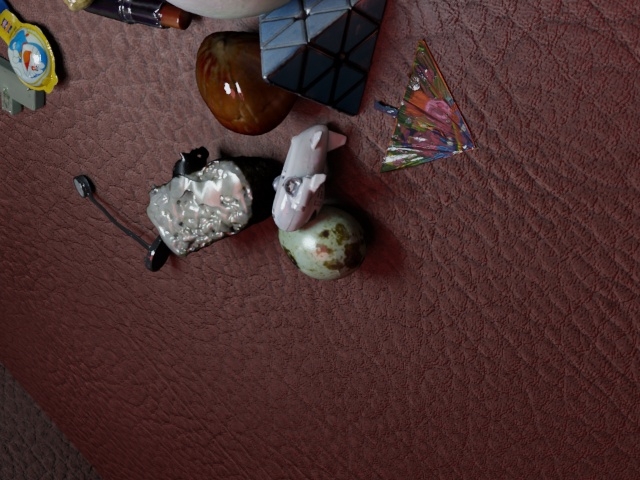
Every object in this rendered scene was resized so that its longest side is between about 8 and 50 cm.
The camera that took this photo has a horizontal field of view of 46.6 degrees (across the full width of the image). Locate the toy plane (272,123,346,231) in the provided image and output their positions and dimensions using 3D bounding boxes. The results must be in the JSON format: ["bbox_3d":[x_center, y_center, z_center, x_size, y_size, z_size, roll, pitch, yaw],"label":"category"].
[{"bbox_3d":[-0.031,-0.133,1.604,0.118,0.244,0.244,17,136,-14],"label":"toy plane"}]

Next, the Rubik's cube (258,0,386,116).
[{"bbox_3d":[-0.006,-0.380,1.443,0.229,0.229,0.233,176,98,-78],"label":"Rubik's cube"}]

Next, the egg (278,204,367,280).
[{"bbox_3d":[0.000,0.000,1.698,0.231,0.169,0.169,24,133,35],"label":"egg"}]

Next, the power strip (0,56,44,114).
[{"bbox_3d":[-0.866,-0.420,2.069,0.216,0.061,0.145,30,132,15],"label":"power strip"}]

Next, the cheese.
[{"bbox_3d":[-0.774,-0.505,1.936,0.177,0.069,0.270,-38,87,38],"label":"cheese"}]

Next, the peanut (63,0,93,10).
[{"bbox_3d":[-0.520,-0.621,1.621,0.120,0.110,0.236,29,114,53],"label":"peanut"}]

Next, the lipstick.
[{"bbox_3d":[-0.415,-0.523,1.667,0.300,0.081,0.081,20,130,23],"label":"lipstick"}]

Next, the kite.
[{"bbox_3d":[0.211,-0.235,1.487,0.234,0.016,0.321,28,133,16],"label":"kite"}]

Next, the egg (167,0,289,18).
[{"bbox_3d":[-0.199,-0.558,1.278,0.355,0.340,0.354,13,116,29],"label":"egg"}]

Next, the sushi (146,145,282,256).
[{"bbox_3d":[-0.252,-0.112,1.775,0.349,0.207,0.234,-16,99,35],"label":"sushi"}]

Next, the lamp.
[{"bbox_3d":[-0.558,-0.066,2.128,0.371,0.109,0.130,41,149,24],"label":"lamp"}]

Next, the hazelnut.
[{"bbox_3d":[-0.162,-0.337,1.536,0.230,0.229,0.229,18,130,23],"label":"hazelnut"}]
